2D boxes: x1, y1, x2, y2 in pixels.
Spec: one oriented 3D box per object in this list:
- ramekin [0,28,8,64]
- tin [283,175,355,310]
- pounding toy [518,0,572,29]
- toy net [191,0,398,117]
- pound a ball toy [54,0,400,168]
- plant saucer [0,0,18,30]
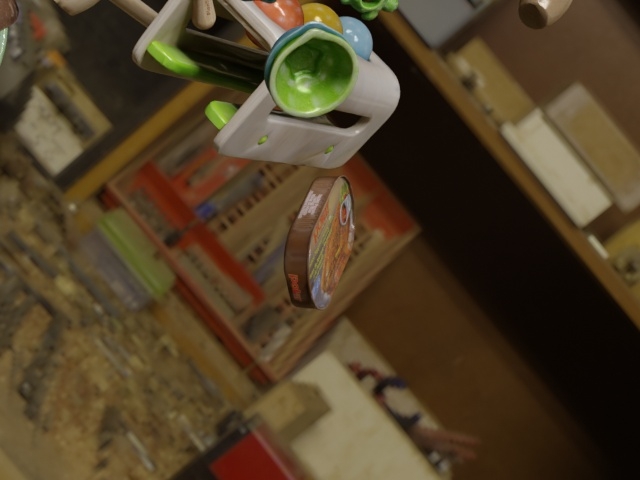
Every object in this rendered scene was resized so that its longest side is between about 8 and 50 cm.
[{"bbox_3d":[-0.525,-0.246,1.629,0.303,0.303,0.148,50,-14,-3],"label":"ramekin"},{"bbox_3d":[0.000,0.000,1.582,0.190,0.040,0.106,-65,155,-50],"label":"tin"},{"bbox_3d":[0.189,-0.305,1.009,0.154,0.154,0.270,-55,149,-49],"label":"pounding toy"},{"bbox_3d":[-0.045,-0.182,0.928,0.232,0.122,0.045,33,20,-38],"label":"toy net"},{"bbox_3d":[-0.068,-0.187,1.247,0.208,0.136,0.319,47,17,18],"label":"pound a ball toy"},{"bbox_3d":[-0.270,-0.162,0.784,0.198,0.036,0.199,12,22,-5],"label":"plant saucer"}]
